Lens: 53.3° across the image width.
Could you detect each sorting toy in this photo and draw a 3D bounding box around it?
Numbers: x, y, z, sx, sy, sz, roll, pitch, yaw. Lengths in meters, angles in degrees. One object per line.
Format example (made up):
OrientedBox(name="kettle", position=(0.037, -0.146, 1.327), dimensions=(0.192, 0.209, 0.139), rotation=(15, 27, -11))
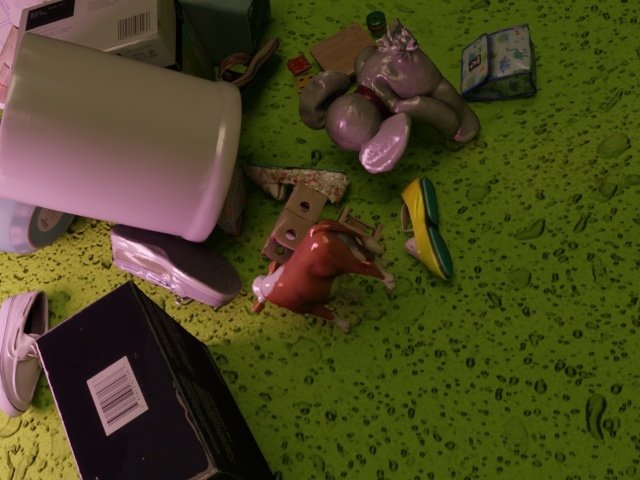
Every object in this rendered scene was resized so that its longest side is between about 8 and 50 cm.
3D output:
OrientedBox(name="sorting toy", position=(0.055, -0.419, 1.479), dimensions=(0.275, 0.046, 0.132), rotation=(-31, 59, -3))

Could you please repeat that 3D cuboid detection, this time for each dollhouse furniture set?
OrientedBox(name="dollhouse furniture set", position=(0.000, 0.000, 1.244), dimensions=(0.184, 0.129, 0.129), rotation=(27, 70, -5))

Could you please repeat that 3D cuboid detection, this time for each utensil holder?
OrientedBox(name="utensil holder", position=(-0.386, -0.191, 1.222), dimensions=(0.386, 0.327, 0.327), rotation=(11, 59, -22))

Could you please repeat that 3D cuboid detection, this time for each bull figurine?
OrientedBox(name="bull figurine", position=(-0.002, 0.072, 1.127), dimensions=(0.188, 0.310, 0.101), rotation=(22, 57, -13))

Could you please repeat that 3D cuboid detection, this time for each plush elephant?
OrientedBox(name="plush elephant", position=(0.121, -0.260, 1.264), dimensions=(0.255, 0.330, 0.272), rotation=(-45, 66, 11))

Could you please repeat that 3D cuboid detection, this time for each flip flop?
OrientedBox(name="flip flop", position=(-0.186, -0.395, 1.466), dimensions=(0.080, 0.112, 0.277), rotation=(42, 54, -14))

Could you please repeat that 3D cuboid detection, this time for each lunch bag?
OrientedBox(name="lunch bag", position=(0.370, -0.368, 1.342), dimensions=(0.151, 0.096, 0.128), rotation=(-7, 62, 28))

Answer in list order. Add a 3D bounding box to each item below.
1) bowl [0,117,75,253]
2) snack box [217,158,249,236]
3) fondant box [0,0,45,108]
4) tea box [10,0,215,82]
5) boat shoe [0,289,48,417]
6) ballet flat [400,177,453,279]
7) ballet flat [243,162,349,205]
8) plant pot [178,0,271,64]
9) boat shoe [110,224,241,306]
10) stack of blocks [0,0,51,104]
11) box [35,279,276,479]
OrientedBox(name="bowl", position=(-0.639, -0.096, 1.378), dimensions=(0.163, 0.311, 0.311), rotation=(26, 71, 6))
OrientedBox(name="snack box", position=(-0.188, -0.092, 1.337), dimensions=(0.037, 0.100, 0.141), rotation=(-3, 62, 14))
OrientedBox(name="fondant box", position=(-0.736, -0.521, 1.645), dimensions=(0.330, 0.238, 0.096), rotation=(-26, 20, 1))
OrientedBox(name="tea box", position=(-0.440, -0.372, 1.429), dimensions=(0.329, 0.323, 0.219), rotation=(-13, 59, 9))
OrientedBox(name="boat shoe", position=(-0.593, 0.220, 1.290), dimensions=(0.088, 0.096, 0.267), rotation=(-21, 50, 9))
OrientedBox(name="ballet flat", position=(0.195, -0.016, 1.215), dimensions=(0.077, 0.077, 0.231), rotation=(-25, 53, 27))
OrientedBox(name="ballet flat", position=(-0.058, -0.117, 1.330), dimensions=(0.241, 0.091, 0.077), rotation=(8, 87, 23))
OrientedBox(name="plant pot", position=(-0.262, -0.580, 1.552), dimensions=(0.252, 0.248, 0.247), rotation=(16, 66, 8))
OrientedBox(name="boat shoe", position=(-0.298, 0.060, 1.292), dimensions=(0.320, 0.103, 0.118), rotation=(22, 28, 22))
OrientedBox(name="stack of blocks", position=(-0.656, -0.453, 1.541), dimensions=(0.087, 0.171, 0.297), rotation=(40, 104, 38))
OrientedBox(name="box", position=(-0.248, 0.294, 1.021), dimensions=(0.179, 0.312, 0.343), rotation=(-33, 58, -3))
